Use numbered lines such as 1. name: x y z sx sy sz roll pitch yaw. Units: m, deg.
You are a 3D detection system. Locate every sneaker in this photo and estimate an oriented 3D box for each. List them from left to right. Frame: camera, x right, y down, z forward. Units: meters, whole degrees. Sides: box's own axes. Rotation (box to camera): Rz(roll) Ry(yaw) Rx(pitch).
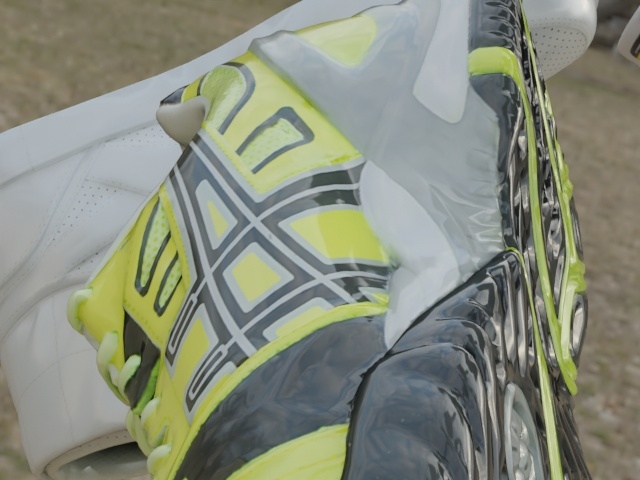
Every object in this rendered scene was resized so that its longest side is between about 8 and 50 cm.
1. sneaker: 0.000 0.000 0.688 0.108 0.292 0.169 53 15 -67
2. sneaker: 0.001 0.057 0.495 0.147 0.145 0.385 -12 30 15

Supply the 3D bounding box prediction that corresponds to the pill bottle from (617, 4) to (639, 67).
1. pill bottle: 0.223 -0.096 0.900 0.116 0.065 0.065 36 18 9
